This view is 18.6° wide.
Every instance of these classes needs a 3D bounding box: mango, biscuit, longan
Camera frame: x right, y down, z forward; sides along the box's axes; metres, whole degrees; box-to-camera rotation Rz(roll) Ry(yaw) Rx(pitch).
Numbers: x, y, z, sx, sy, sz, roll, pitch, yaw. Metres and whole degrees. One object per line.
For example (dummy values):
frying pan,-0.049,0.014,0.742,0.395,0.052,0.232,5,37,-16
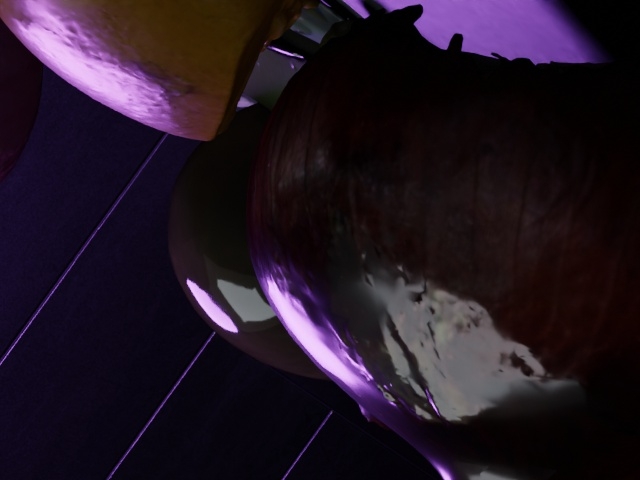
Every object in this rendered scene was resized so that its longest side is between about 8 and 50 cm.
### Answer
mango,-0.081,-0.128,0.915,0.154,0.126,0.252,24,175,16
biscuit,-0.029,-0.124,1.337,0.322,0.038,0.099,34,155,49
longan,0.000,0.000,1.438,0.246,0.215,0.246,2,-165,-1

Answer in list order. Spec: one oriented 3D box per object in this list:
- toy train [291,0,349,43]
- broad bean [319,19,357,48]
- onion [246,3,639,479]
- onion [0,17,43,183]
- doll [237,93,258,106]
toy train,-0.079,-0.167,1.106,0.234,0.051,0.052,36,-177,-14
broad bean,0.054,-0.072,1.142,0.065,0.046,0.254,64,-169,21
onion,0.092,0.034,0.724,0.272,0.195,0.272,22,176,2
onion,-0.305,-0.177,1.387,0.358,0.345,0.358,-16,-90,-88
doll,-0.190,-0.192,1.926,0.275,0.113,0.155,37,176,-21
